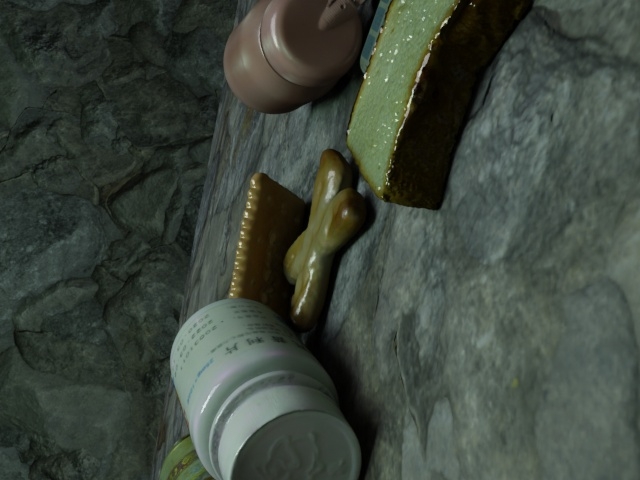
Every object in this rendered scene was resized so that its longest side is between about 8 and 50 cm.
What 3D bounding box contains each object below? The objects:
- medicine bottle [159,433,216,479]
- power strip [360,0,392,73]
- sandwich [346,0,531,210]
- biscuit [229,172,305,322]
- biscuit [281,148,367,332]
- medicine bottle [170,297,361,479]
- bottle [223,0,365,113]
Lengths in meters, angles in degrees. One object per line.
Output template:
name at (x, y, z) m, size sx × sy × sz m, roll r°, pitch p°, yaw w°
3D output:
medicine bottle at (-0.130, 0.358, 0.838) m, size 0.322 × 0.151 × 0.151 m, roll 176°, pitch 105°, yaw -72°
power strip at (0.099, -0.300, 0.763) m, size 0.080 × 0.029 × 0.227 m, roll -112°, pitch 38°, yaw -61°
sandwich at (0.097, -0.156, 0.620) m, size 0.186 × 0.065 × 0.215 m, roll -112°, pitch 37°, yaw -62°
biscuit at (-0.077, 0.037, 0.950) m, size 0.160 × 0.030 × 0.250 m, roll 32°, pitch -116°, yaw -61°
biscuit at (0.000, 0.001, 0.843) m, size 0.164 × 0.047 × 0.208 m, roll -107°, pitch 35°, yaw -52°
medicine bottle at (-0.073, 0.187, 0.732) m, size 0.293 × 0.170 × 0.170 m, roll -143°, pitch 66°, yaw -65°
bottle at (-0.034, -0.308, 0.976) m, size 0.206 × 0.173 × 0.297 m, roll -45°, pitch 15°, yaw -9°
